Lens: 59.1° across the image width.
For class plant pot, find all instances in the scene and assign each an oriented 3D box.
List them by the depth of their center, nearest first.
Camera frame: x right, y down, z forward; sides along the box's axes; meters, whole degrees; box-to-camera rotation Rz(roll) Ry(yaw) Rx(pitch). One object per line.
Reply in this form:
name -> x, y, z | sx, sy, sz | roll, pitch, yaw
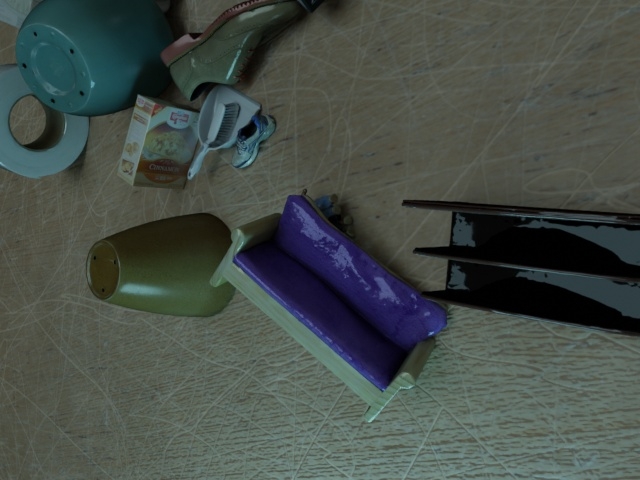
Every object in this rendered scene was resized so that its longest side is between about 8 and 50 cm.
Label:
plant pot -> -0.343, 0.054, 1.182 | 0.237, 0.254, 0.237 | -1, 89, 37
plant pot -> -0.506, -0.407, 1.232 | 0.293, 0.235, 0.293 | 11, 125, 16

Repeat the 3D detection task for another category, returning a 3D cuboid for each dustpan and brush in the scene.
dustpan and brush -> -0.228, -0.223, 1.210 | 0.147, 0.060, 0.211 | 36, 111, 32

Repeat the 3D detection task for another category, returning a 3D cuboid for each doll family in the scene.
doll family -> 0.000, 0.000, 1.042 | 0.111, 0.076, 0.193 | -13, 78, 40

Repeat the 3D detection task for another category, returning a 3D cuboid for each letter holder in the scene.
letter holder -> 0.272, 0.028, 0.746 | 0.302, 0.214, 0.152 | 7, 95, 36

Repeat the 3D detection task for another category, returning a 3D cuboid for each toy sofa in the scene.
toy sofa -> 0.016, 0.095, 0.918 | 0.362, 0.150, 0.177 | 40, 116, 10

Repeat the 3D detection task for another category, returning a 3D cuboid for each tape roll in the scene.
tape roll -> -0.759, -0.311, 1.469 | 0.100, 0.286, 0.286 | 16, 100, 34

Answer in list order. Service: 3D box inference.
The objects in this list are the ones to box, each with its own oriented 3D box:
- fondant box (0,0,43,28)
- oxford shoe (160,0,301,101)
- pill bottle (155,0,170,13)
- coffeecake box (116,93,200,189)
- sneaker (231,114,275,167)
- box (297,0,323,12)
fondant box -> -0.834, -0.780, 1.636 | 0.238, 0.096, 0.330 | 28, 106, 33
oxford shoe -> -0.167, -0.393, 1.150 | 0.348, 0.123, 0.130 | -15, 104, 34
pill bottle -> -0.436, -0.555, 1.328 | 0.215, 0.117, 0.117 | -26, 75, 34
coffeecake box -> -0.353, -0.214, 1.254 | 0.068, 0.142, 0.185 | 31, 108, 32
sneaker -> -0.153, -0.206, 1.158 | 0.052, 0.058, 0.135 | 51, 119, 25
box -> -0.031, -0.574, 1.004 | 0.216, 0.060, 0.270 | -43, 73, 9
